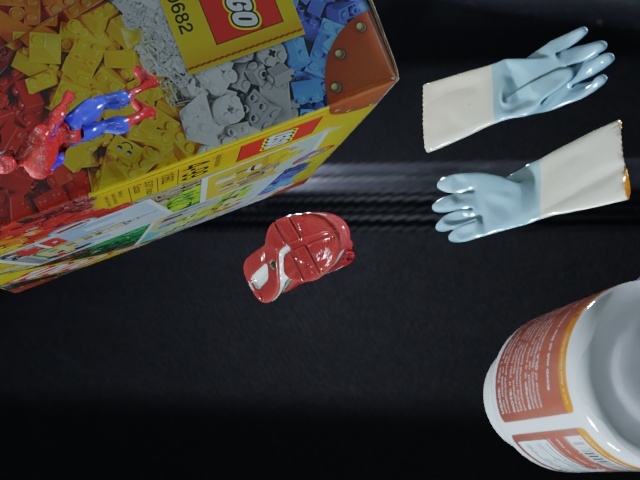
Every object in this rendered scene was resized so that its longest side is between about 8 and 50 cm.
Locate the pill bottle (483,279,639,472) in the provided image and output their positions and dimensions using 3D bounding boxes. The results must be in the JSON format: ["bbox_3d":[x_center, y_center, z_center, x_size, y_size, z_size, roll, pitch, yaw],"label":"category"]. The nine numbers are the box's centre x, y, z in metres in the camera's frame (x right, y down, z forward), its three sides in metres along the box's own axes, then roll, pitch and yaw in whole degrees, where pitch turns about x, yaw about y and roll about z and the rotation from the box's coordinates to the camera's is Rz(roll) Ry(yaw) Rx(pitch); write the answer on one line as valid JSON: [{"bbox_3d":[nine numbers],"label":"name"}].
[{"bbox_3d":[0.194,0.104,0.744,0.121,0.216,0.121,2,-103,-10],"label":"pill bottle"}]

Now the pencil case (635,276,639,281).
[{"bbox_3d":[0.305,0.103,0.869,0.086,0.206,0.088,-5,-134,21],"label":"pencil case"}]

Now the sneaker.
[{"bbox_3d":[0.000,0.000,1.275,0.128,0.221,0.087,-26,-90,-33],"label":"sneaker"}]

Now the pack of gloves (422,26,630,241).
[{"bbox_3d":[0.212,-0.102,1.080,0.232,0.046,0.195,-16,-115,40],"label":"pack of gloves"}]

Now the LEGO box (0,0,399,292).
[{"bbox_3d":[-0.179,-0.114,0.976,0.372,0.500,0.193,-21,-92,-10],"label":"LEGO box"}]

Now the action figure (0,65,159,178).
[{"bbox_3d":[-0.140,-0.064,0.592,0.030,0.038,0.115,31,-138,16],"label":"action figure"}]
